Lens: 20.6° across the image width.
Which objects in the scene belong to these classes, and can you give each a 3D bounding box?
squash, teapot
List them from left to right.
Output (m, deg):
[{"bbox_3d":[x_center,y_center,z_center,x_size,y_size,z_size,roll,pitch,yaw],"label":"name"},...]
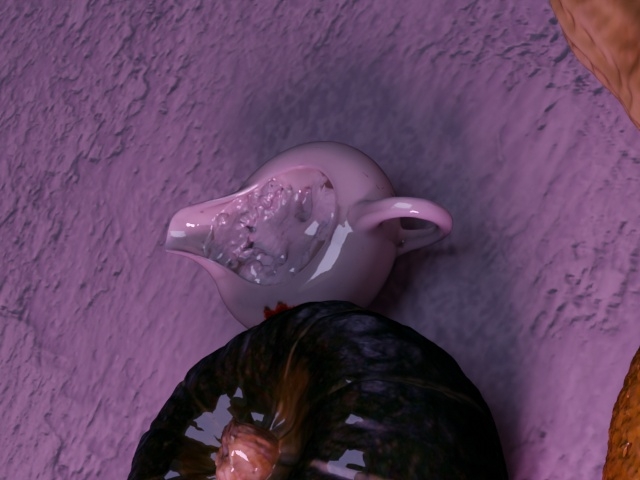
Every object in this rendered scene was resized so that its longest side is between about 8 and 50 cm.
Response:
[{"bbox_3d":[-0.005,0.159,1.071,0.252,0.165,0.252,-23,51,31],"label":"squash"},{"bbox_3d":[0.000,0.000,1.214,0.226,0.092,0.145,-12,62,38],"label":"teapot"}]

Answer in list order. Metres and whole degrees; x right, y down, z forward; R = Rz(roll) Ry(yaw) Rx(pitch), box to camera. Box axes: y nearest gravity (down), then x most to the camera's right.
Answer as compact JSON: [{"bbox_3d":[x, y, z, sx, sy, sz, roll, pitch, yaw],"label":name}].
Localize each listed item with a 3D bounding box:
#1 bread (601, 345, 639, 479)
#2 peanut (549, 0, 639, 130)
[{"bbox_3d":[0.250,0.102,0.879,0.240,0.139,0.240,-28,48,36],"label":"bread"},{"bbox_3d":[0.238,-0.113,1.021,0.147,0.147,0.305,-44,43,16],"label":"peanut"}]
